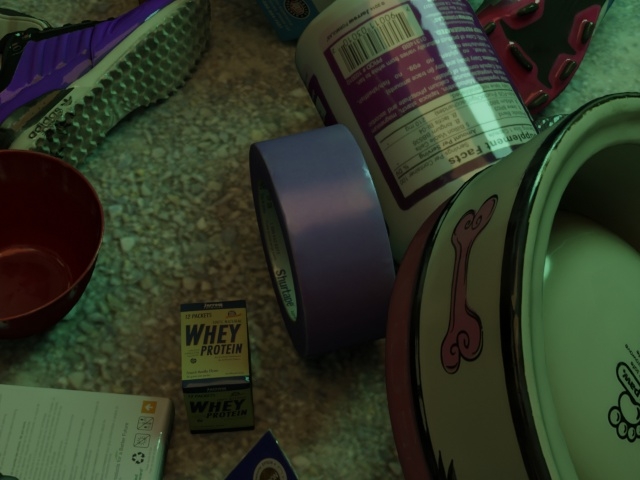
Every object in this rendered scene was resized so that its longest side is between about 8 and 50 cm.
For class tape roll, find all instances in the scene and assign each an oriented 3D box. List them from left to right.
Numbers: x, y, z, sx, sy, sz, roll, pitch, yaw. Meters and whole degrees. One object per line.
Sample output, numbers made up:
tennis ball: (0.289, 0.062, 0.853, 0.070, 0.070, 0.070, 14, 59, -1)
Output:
tape roll: (0.000, 0.000, 1.134, 0.080, 0.189, 0.189, -14, 56, -10)

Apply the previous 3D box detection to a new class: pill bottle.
pill bottle: (0.110, -0.077, 1.182, 0.169, 0.169, 0.301, -21, 74, -14)

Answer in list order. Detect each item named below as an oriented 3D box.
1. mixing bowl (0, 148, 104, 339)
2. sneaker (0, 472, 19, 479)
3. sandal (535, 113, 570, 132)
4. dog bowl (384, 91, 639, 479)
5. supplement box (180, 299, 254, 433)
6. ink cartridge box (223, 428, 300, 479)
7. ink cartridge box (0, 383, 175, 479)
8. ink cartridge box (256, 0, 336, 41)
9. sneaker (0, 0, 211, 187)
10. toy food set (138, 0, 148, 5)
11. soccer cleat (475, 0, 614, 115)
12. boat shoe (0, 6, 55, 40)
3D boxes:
mixing bowl: (-0.275, 0.020, 1.175, 0.181, 0.098, 0.181, -1, 55, 1)
sneaker: (-0.198, 0.294, 0.959, 0.125, 0.104, 0.261, -6, 86, -15)
sandal: (0.300, -0.063, 1.268, 0.255, 0.054, 0.097, 3, 62, -9)
dog bowl: (0.212, 0.107, 0.966, 0.150, 0.408, 0.408, -17, 42, 43)
supplement box: (-0.087, 0.107, 1.122, 0.056, 0.083, 0.083, -4, 55, -2)
ink cartridge box: (-0.017, 0.329, 0.917, 0.069, 0.175, 0.371, 9, 40, -46)
ink cartridge box: (-0.236, 0.214, 1.071, 0.208, 0.045, 0.206, 5, 56, 3)
ink cartridge box: (0.055, -0.355, 1.317, 0.270, 0.198, 0.197, -8, 50, 27)
sneaker: (-0.241, -0.178, 1.312, 0.146, 0.102, 0.293, 34, 62, 22)
toy food set: (-0.141, -0.359, 1.436, 0.111, 0.104, 0.232, 32, 61, 21)
soccer cleat: (0.225, -0.231, 1.357, 0.116, 0.143, 0.331, 42, 82, -10)
boat shoe: (-0.331, -0.223, 1.383, 0.125, 0.038, 0.046, 11, 97, 14)
